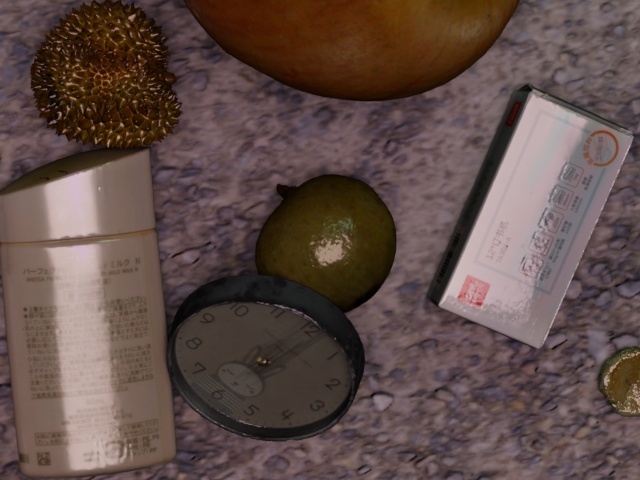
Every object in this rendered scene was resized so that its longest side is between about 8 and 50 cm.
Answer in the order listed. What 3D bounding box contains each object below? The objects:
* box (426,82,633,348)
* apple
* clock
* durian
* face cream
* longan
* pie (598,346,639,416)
[{"bbox_3d":[0.233,-0.026,1.832,0.135,0.079,0.269,22,93,-10],"label":"box"},{"bbox_3d":[0.045,-0.322,1.615,0.333,0.400,0.400,35,92,27],"label":"apple"},{"bbox_3d":[-0.061,0.130,1.771,0.215,0.042,0.215,7,130,8],"label":"clock"},{"bbox_3d":[-0.225,-0.175,1.733,0.168,0.137,0.158,3,70,6],"label":"durian"},{"bbox_3d":[-0.254,0.078,1.780,0.173,0.081,0.349,-6,97,-10],"label":"face cream"},{"bbox_3d":[0.000,0.000,1.785,0.154,0.176,0.145,-28,143,-22],"label":"longan"},{"bbox_3d":[0.361,0.164,1.901,0.084,0.020,0.084,-1,99,-7],"label":"pie"}]
